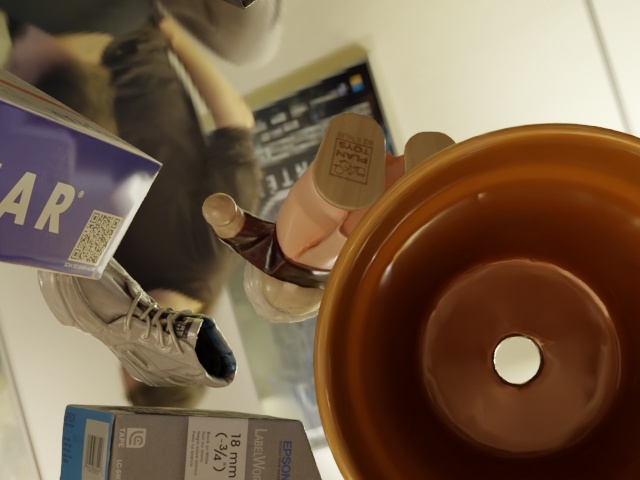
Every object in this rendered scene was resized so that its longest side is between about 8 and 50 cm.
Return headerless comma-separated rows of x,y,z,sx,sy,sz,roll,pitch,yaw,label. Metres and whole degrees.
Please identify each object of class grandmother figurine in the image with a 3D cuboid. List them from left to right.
0.000,0.000,0.974,0.208,0.104,0.342,20,158,-7,grandmother figurine

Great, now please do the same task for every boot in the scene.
-0.181,0.079,1.215,0.123,0.095,0.258,2,151,27,boot

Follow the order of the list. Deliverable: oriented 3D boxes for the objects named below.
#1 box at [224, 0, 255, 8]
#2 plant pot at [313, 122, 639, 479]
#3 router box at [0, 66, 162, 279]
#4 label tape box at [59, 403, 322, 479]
-0.042,-0.292,0.932,0.233,0.059,0.183,-40,-132,-21,box
0.107,0.059,0.574,0.205,0.205,0.188,-17,173,4,plant pot
-0.284,-0.101,0.568,0.082,0.301,0.335,-61,159,3,router box
-0.124,0.259,1.394,0.334,0.105,0.241,7,172,-24,label tape box
